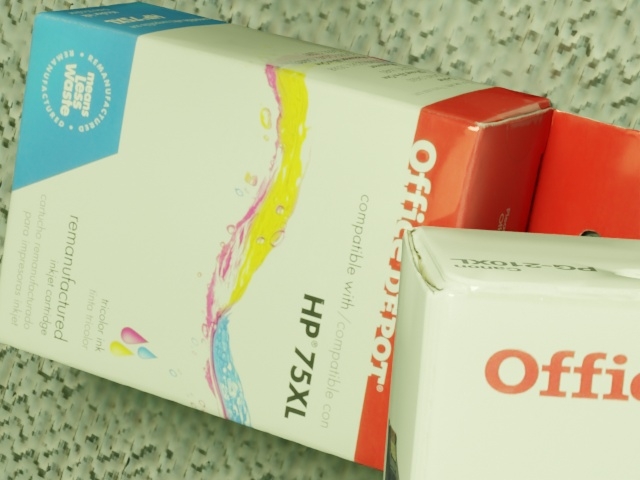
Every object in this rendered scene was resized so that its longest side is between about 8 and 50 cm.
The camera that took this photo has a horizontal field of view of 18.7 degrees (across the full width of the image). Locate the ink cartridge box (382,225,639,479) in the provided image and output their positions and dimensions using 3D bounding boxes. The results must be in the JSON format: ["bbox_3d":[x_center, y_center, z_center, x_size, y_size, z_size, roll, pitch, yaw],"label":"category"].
[{"bbox_3d":[0.105,0.121,0.639,0.172,0.100,0.237,3,103,-4],"label":"ink cartridge box"}]

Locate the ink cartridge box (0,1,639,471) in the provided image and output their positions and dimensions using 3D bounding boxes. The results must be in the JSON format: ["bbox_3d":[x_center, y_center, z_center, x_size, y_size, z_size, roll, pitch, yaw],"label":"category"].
[{"bbox_3d":[0.000,0.000,0.724,0.231,0.078,0.134,16,105,24],"label":"ink cartridge box"}]
